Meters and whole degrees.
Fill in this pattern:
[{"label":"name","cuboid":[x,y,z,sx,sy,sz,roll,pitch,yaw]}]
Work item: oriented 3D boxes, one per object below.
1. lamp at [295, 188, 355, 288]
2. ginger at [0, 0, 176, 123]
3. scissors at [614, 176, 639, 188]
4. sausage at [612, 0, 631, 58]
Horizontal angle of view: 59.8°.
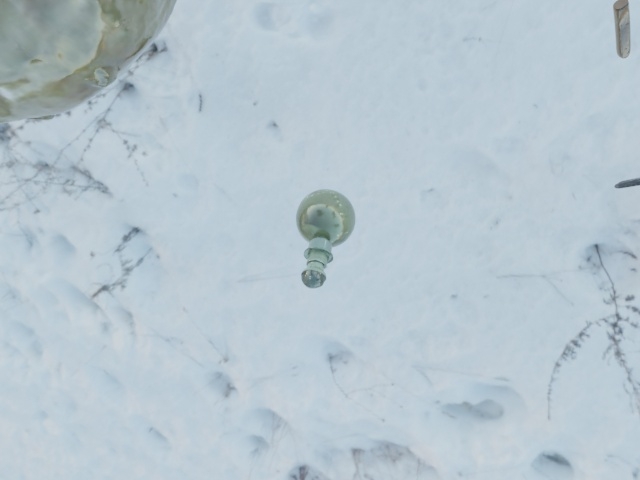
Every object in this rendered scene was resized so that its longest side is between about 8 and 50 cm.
[{"label":"lamp","cuboid":[0.000,0.000,0.820,0.091,0.163,0.091,9,143,7]},{"label":"ginger","cuboid":[-0.200,-0.233,0.346,0.245,0.155,0.303,-23,75,18]},{"label":"scissors","cuboid":[0.593,-0.110,0.817,0.024,0.160,0.318,50,148,-20]},{"label":"sausage","cuboid":[0.523,-0.364,0.964,0.026,0.026,0.116,-8,146,27]}]
